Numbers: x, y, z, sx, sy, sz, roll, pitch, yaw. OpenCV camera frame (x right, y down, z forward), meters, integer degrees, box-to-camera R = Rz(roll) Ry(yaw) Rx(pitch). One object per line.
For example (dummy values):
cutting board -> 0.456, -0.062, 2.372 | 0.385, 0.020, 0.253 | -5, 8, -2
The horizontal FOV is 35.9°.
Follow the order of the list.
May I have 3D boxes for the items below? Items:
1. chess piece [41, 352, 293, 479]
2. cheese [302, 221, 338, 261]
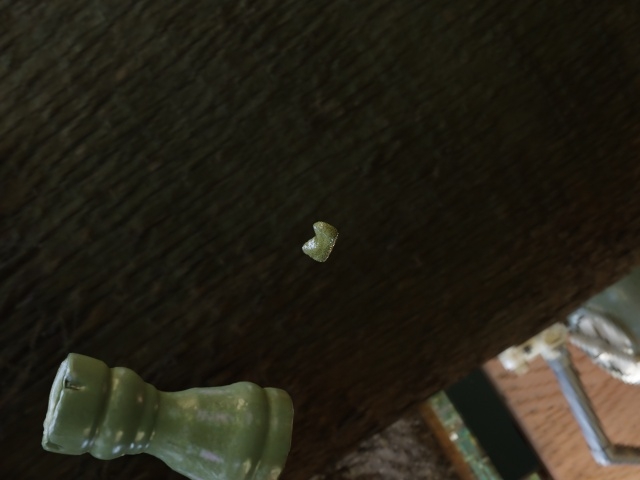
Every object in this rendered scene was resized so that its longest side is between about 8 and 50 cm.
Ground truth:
chess piece -> -0.294, 0.356, 1.888 | 0.442, 0.234, 0.234 | 16, -163, -19
cheese -> 0.000, 0.000, 1.481 | 0.044, 0.030, 0.083 | 20, 148, -2
